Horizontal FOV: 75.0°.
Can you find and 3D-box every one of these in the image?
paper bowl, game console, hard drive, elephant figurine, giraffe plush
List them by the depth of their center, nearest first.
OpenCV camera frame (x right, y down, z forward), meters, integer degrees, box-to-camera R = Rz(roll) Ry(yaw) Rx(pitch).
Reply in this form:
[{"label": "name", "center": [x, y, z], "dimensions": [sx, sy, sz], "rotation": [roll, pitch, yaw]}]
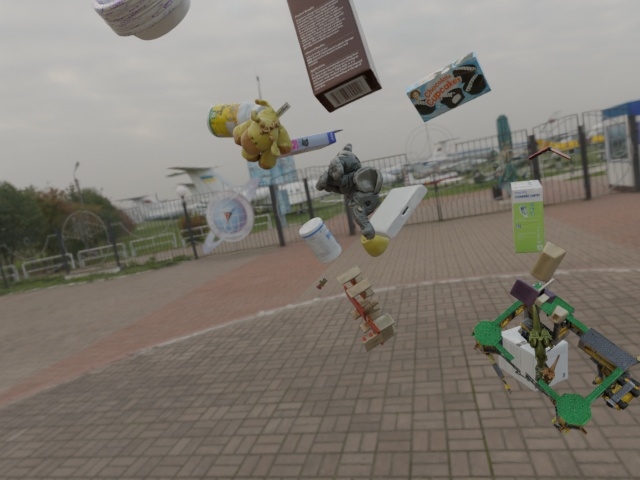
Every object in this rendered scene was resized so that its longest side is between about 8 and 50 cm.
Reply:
[{"label": "giraffe plush", "center": [-0.163, -0.299, 1.199], "dimensions": [0.181, 0.210, 0.170], "rotation": [29, 22, -12]}, {"label": "paper bowl", "center": [-0.494, -0.700, 1.205], "dimensions": [0.284, 0.284, 0.148], "rotation": [-7, -31, 24]}, {"label": "elephant figurine", "center": [0.118, -0.154, 1.289], "dimensions": [0.186, 0.239, 0.169], "rotation": [-54, 0, 20]}, {"label": "hard drive", "center": [0.264, -0.107, 1.519], "dimensions": [0.203, 0.040, 0.307], "rotation": [-54, 9, 0]}, {"label": "game console", "center": [0.919, -0.331, 1.674], "dimensions": [0.124, 0.085, 0.144], "rotation": [-31, -5, 33]}]

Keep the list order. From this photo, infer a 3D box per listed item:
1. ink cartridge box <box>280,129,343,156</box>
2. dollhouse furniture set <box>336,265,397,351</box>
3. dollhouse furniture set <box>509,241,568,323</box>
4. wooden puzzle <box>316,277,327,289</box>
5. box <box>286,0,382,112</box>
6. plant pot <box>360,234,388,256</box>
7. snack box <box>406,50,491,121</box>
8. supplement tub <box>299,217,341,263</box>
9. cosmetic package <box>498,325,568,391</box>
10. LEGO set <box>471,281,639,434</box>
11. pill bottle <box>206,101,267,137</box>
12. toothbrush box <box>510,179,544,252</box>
[{"label": "ink cartridge box", "center": [-0.063, -0.434, 1.890], "dimensions": [0.311, 0.065, 0.186], "rotation": [-21, 10, -25]}, {"label": "dollhouse furniture set", "center": [0.159, 0.271, 1.572], "dimensions": [0.135, 0.262, 0.259], "rotation": [-30, 46, -9]}, {"label": "dollhouse furniture set", "center": [0.395, 0.060, 0.692], "dimensions": [0.081, 0.114, 0.091], "rotation": [-20, 45, -35]}, {"label": "wooden puzzle", "center": [0.006, 0.173, 1.666], "dimensions": [0.049, 0.006, 0.083], "rotation": [-49, -23, -2]}, {"label": "box", "center": [0.039, -0.620, 1.307], "dimensions": [0.191, 0.381, 0.143], "rotation": [-19, -14, 19]}, {"label": "plant pot", "center": [0.254, 0.002, 2.058], "dimensions": [0.095, 0.134, 0.134], "rotation": [29, -17, -33]}, {"label": "snack box", "center": [0.571, -0.681, 1.876], "dimensions": [0.322, 0.187, 0.060], "rotation": [-20, 42, 34]}, {"label": "supplement tub", "center": [0.000, 0.000, 1.093], "dimensions": [0.071, 0.107, 0.071], "rotation": [-31, 22, 14]}, {"label": "cosmetic package", "center": [0.767, 0.418, 1.516], "dimensions": [0.151, 0.151, 0.184], "rotation": [-14, 15, -15]}, {"label": "LEGO set", "center": [0.534, 0.276, 0.969], "dimensions": [0.255, 0.192, 0.331], "rotation": [-47, 51, -9]}, {"label": "pill bottle", "center": [-0.278, -0.413, 1.432], "dimensions": [0.208, 0.117, 0.117], "rotation": [7, 15, 29]}, {"label": "toothbrush box", "center": [0.910, -0.108, 1.839], "dimensions": [0.122, 0.283, 0.206], "rotation": [-2, 16, 24]}]
